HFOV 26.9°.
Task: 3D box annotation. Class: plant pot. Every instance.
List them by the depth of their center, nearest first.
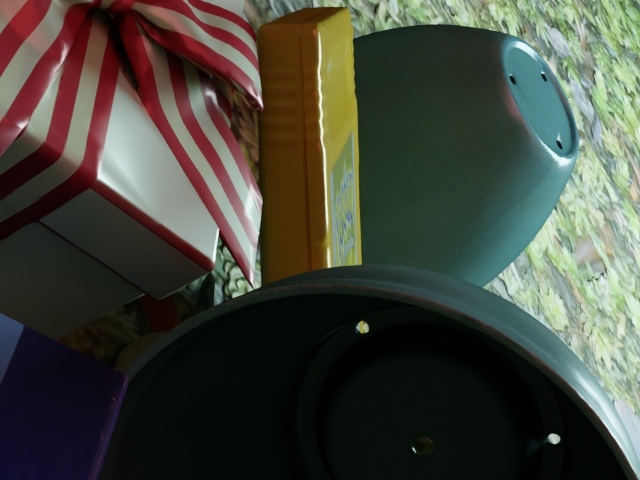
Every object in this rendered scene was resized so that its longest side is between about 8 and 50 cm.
[{"bbox_3d":[0.040,0.139,0.722,0.293,0.293,0.196,60,21,-4],"label":"plant pot"},{"bbox_3d":[0.135,-0.095,1.308,0.290,0.195,0.290,36,40,-38],"label":"plant pot"}]

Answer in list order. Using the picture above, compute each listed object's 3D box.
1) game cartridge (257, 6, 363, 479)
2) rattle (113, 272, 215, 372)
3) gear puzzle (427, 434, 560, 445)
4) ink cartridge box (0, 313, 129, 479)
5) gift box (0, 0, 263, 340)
[{"bbox_3d":[0.000,0.000,0.955,0.285,0.053,0.323,-67,157,-76],"label":"game cartridge"},{"bbox_3d":[-0.089,0.129,0.935,0.142,0.130,0.199,57,3,-31],"label":"rattle"},{"bbox_3d":[0.190,0.199,1.324,0.339,0.044,0.175,39,37,-39],"label":"gear puzzle"},{"bbox_3d":[-0.242,0.117,0.488,0.395,0.151,0.270,29,32,-14],"label":"ink cartridge box"},{"bbox_3d":[-0.186,-0.068,0.755,0.255,0.258,0.276,33,41,-39],"label":"gift box"}]
